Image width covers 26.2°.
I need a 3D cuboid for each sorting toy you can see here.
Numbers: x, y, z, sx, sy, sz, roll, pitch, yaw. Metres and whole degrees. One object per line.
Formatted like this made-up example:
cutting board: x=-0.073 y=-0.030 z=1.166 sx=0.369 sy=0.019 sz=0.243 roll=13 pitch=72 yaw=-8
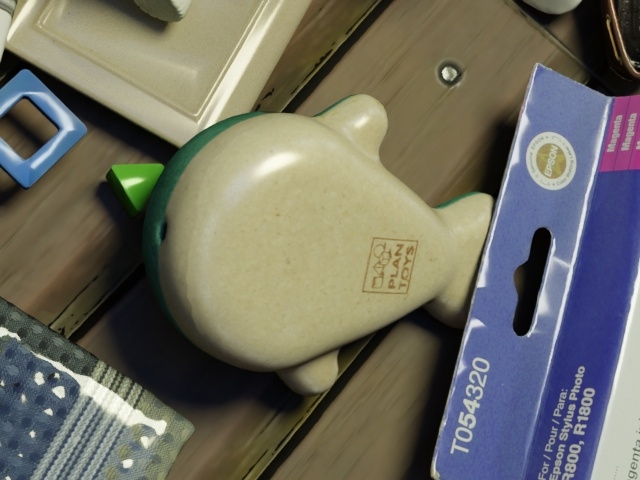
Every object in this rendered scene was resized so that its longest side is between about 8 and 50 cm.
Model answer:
sorting toy: x=-0.120 y=-0.175 z=1.015 sx=0.196 sy=0.047 sz=0.348 roll=31 pitch=74 yaw=-10

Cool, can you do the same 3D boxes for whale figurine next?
whale figurine: x=0.000 y=0.000 z=0.977 sx=0.272 sy=0.141 sz=0.216 roll=3 pitch=101 yaw=-34

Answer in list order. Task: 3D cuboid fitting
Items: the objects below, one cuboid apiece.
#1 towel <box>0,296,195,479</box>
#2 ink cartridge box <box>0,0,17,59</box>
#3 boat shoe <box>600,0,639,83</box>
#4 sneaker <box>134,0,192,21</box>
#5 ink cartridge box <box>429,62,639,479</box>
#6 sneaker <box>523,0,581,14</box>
towel: x=-0.290 y=0.180 z=0.910 sx=0.312 sy=0.056 sz=0.324 roll=33 pitch=72 yaw=-8
ink cartridge box: x=-0.341 y=-0.139 z=0.810 sx=0.285 sy=0.166 sz=0.395 roll=22 pitch=57 yaw=-25
boat shoe: x=0.249 y=-0.225 z=1.060 sx=0.073 sy=0.073 sz=0.207 roll=-5 pitch=99 yaw=11
sneaker: x=-0.119 y=-0.227 z=0.937 sx=0.058 sy=0.152 sz=0.084 roll=10 pitch=64 yaw=33
ink cartridge box: x=0.270 y=0.068 z=1.013 sx=0.330 sy=0.071 sz=0.324 roll=21 pitch=75 yaw=-22
sneaker: x=0.156 y=-0.281 z=1.088 sx=0.094 sy=0.080 sz=0.212 roll=-34 pitch=87 yaw=-28
